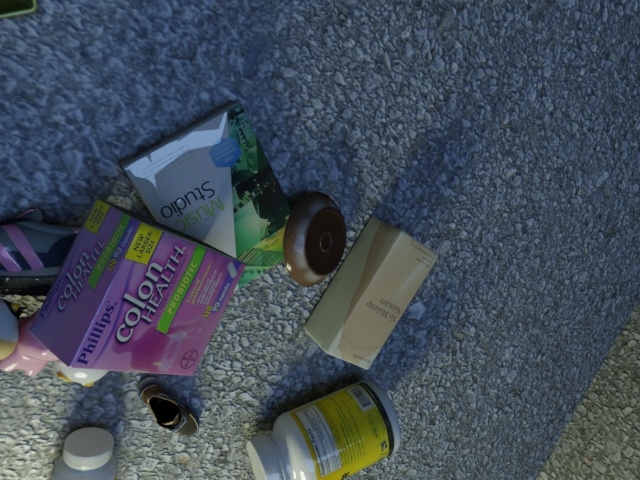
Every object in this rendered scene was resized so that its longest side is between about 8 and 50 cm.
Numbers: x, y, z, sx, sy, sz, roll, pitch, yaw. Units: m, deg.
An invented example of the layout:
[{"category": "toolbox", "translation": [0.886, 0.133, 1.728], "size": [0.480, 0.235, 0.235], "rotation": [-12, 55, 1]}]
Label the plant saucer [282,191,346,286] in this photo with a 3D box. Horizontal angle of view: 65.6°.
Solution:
[{"category": "plant saucer", "translation": [0.000, 0.000, 1.027], "size": [0.198, 0.036, 0.199], "rotation": [-17, 111, -51]}]

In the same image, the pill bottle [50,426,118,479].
[{"category": "pill bottle", "translation": [-0.456, 0.475, 0.955], "size": [0.117, 0.117, 0.208], "rotation": [6, 105, -31]}]

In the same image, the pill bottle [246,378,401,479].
[{"category": "pill bottle", "translation": [0.007, 0.472, 1.171], "size": [0.333, 0.188, 0.188], "rotation": [-16, 116, -23]}]

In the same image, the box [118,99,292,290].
[{"category": "box", "translation": [-0.185, -0.063, 0.935], "size": [0.232, 0.058, 0.322], "rotation": [-34, 123, -14]}]

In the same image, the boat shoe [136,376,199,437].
[{"category": "boat shoe", "translation": [-0.310, 0.360, 1.023], "size": [0.066, 0.066, 0.183], "rotation": [-41, 123, -9]}]

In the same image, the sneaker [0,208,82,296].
[{"category": "sneaker", "translation": [-0.497, 0.012, 0.781], "size": [0.319, 0.112, 0.131], "rotation": [5, 64, -18]}]

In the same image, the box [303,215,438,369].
[{"category": "box", "translation": [0.113, 0.119, 1.133], "size": [0.148, 0.121, 0.311], "rotation": [28, 93, -35]}]

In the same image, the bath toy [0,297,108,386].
[{"category": "bath toy", "translation": [-0.455, 0.142, 0.771], "size": [0.129, 0.151, 0.348], "rotation": [-60, 146, -7]}]

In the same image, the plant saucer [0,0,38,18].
[{"category": "plant saucer", "translation": [-0.504, -0.378, 0.644], "size": [0.188, 0.045, 0.188], "rotation": [-23, 118, -20]}]

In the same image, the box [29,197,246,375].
[{"category": "box", "translation": [-0.268, 0.084, 0.776], "size": [0.243, 0.117, 0.214], "rotation": [31, 83, -57]}]
